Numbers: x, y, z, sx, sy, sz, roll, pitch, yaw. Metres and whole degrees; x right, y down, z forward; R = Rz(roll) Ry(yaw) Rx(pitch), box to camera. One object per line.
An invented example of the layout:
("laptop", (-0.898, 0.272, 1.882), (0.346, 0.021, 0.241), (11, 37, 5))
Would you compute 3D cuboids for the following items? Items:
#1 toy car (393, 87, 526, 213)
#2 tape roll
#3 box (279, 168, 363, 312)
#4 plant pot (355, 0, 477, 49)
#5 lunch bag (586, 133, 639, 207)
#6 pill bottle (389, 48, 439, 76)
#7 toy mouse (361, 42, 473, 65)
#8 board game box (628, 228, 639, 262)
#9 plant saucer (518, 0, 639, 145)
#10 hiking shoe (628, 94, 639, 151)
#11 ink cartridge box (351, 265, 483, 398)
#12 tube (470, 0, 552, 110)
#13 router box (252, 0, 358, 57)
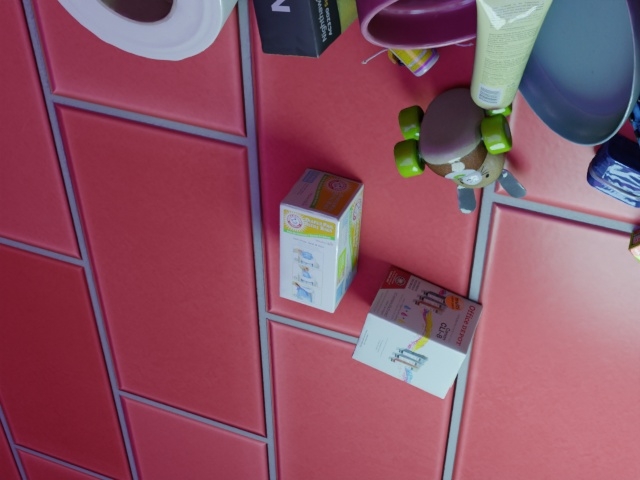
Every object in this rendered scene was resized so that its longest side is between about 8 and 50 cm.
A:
("toy car", (0.214, -0.109, 1.287), (0.155, 0.149, 0.188), (-14, 131, 25))
("tape roll", (-0.249, -0.391, 1.261), (0.286, 0.100, 0.286), (16, 147, 11))
("box", (0.000, 0.000, 1.497), (0.103, 0.114, 0.203), (17, 133, 16))
("plant pot", (0.133, -0.346, 1.068), (0.201, 0.201, 0.180), (-13, 79, 35))
("lunch bag", (0.418, -0.091, 1.236), (0.098, 0.067, 0.065), (28, 135, 2))
("pill bottle", (0.118, -0.264, 1.216), (0.083, 0.043, 0.043), (43, 134, -12))
("toy mouse", (0.130, -0.305, 1.229), (0.161, 0.031, 0.143), (9, 131, 21))
("board game box", (0.537, -0.004, 1.264), (0.092, 0.043, 0.181), (46, 133, -13))
("plant saucer", (0.283, -0.266, 1.050), (0.044, 0.317, 0.317), (-22, 124, -9))
("hiking shoe", (0.443, -0.148, 1.128), (0.113, 0.132, 0.304), (-24, 113, 39))
("ink cartridge box", (0.166, 0.156, 1.533), (0.176, 0.128, 0.127), (23, 134, 7))
("tube", (0.221, -0.236, 1.081), (0.062, 0.070, 0.240), (39, 169, 15))
("router box", (-0.006, -0.408, 1.063), (0.081, 0.243, 0.308), (10, 132, 26))
